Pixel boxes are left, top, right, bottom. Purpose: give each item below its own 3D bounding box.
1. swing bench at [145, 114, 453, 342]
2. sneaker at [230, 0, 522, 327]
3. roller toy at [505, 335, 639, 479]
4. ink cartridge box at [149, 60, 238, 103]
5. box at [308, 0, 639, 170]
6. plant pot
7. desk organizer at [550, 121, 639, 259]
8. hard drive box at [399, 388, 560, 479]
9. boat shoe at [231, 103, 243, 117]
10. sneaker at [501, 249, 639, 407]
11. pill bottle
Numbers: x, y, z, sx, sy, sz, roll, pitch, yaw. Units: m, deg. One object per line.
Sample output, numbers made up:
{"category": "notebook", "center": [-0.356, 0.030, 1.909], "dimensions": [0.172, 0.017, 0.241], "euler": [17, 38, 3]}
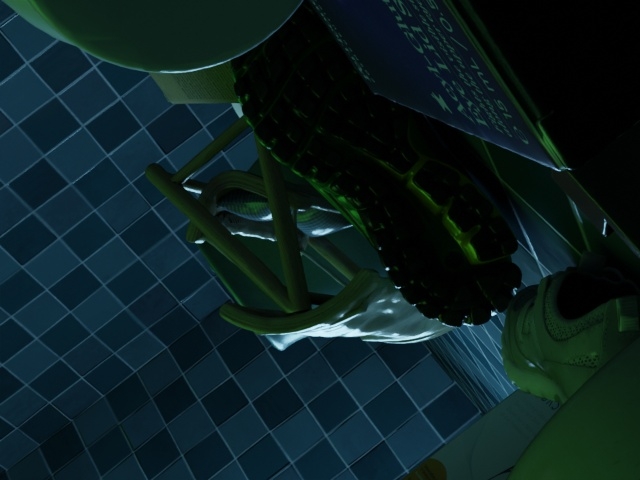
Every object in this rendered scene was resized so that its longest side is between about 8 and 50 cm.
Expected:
{"category": "swing bench", "center": [0.000, 0.000, 1.183], "dimensions": [0.253, 0.165, 0.255], "euler": [13, -137, -58]}
{"category": "sneaker", "center": [0.041, -0.075, 1.022], "dimensions": [0.344, 0.134, 0.146], "euler": [56, -175, -1]}
{"category": "roller toy", "center": [0.168, 0.108, 0.451], "dimensions": [0.146, 0.191, 0.209], "euler": [53, 145, 32]}
{"category": "ink cartridge box", "center": [-0.153, -0.272, 1.393], "dimensions": [0.193, 0.088, 0.235], "euler": [7, 145, 39]}
{"category": "box", "center": [0.045, -0.128, 0.399], "dimensions": [0.153, 0.108, 0.207], "euler": [53, 177, -18]}
{"category": "plant pot", "center": [-0.007, -0.006, 1.469], "dimensions": [0.272, 0.255, 0.271], "euler": [53, 177, 4]}
{"category": "desk organizer", "center": [0.169, -0.006, 0.569], "dimensions": [0.130, 0.047, 0.050], "euler": [52, 180, 18]}
{"category": "hard drive box", "center": [0.191, 0.201, 0.973], "dimensions": [0.089, 0.232, 0.181], "euler": [54, 177, -15]}
{"category": "boat shoe", "center": [-0.115, -0.294, 1.554], "dimensions": [0.335, 0.095, 0.112], "euler": [59, -151, -42]}
{"category": "sneaker", "center": [0.196, 0.060, 0.828], "dimensions": [0.281, 0.105, 0.115], "euler": [-119, 25, -80]}
{"category": "pill bottle", "center": [-0.141, -0.253, 0.786], "dimensions": [0.224, 0.224, 0.392], "euler": [54, 178, -30]}
